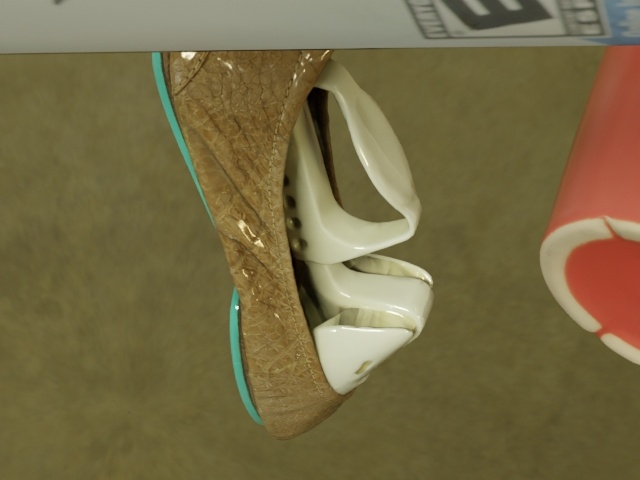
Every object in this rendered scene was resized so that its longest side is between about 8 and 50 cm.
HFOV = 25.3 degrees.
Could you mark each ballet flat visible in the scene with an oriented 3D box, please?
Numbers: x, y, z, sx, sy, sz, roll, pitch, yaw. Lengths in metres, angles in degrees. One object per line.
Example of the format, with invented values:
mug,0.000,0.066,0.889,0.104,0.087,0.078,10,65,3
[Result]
ballet flat,0.000,0.000,0.828,0.124,0.342,0.116,4,40,18

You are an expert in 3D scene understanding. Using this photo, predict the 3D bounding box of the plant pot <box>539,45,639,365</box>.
plant pot,0.300,-0.042,1.046,0.275,0.275,0.243,34,65,-3

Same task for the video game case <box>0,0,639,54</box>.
video game case,-0.091,-0.111,0.212,0.300,0.329,0.036,2,72,18
